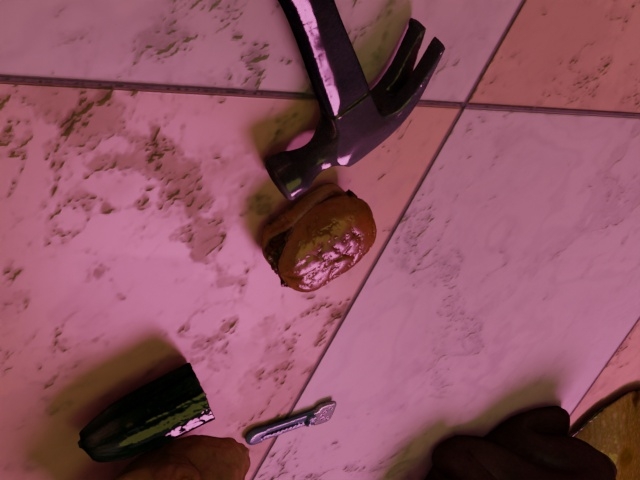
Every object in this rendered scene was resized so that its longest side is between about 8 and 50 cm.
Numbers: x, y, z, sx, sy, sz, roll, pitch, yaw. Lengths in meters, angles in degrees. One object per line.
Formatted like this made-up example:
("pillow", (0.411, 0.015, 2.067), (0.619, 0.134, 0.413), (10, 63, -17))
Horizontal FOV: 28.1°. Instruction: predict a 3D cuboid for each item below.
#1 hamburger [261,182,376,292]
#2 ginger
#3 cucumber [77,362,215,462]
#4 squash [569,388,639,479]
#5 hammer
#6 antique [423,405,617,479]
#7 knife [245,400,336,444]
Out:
("hamburger", (0.000, 0.000, 0.920), (0.083, 0.044, 0.076), (-39, 148, -8))
("ginger", (-0.125, 0.246, 1.053), (0.131, 0.086, 0.294), (-34, 156, -27))
("cucumber", (-0.128, 0.132, 0.937), (0.105, 0.048, 0.048), (-27, 144, -20))
("squash", (0.367, 0.272, 1.575), (0.192, 0.085, 0.184), (1, 129, -48))
("hammer", (-0.002, -0.143, 0.757), (0.137, 0.037, 0.290), (-36, 147, -8))
("antique", (0.206, 0.277, 1.367), (0.256, 0.143, 0.121), (-10, 138, -36))
("knife", (-0.025, 0.161, 1.111), (0.096, 0.010, 0.027), (-13, 137, -36))
